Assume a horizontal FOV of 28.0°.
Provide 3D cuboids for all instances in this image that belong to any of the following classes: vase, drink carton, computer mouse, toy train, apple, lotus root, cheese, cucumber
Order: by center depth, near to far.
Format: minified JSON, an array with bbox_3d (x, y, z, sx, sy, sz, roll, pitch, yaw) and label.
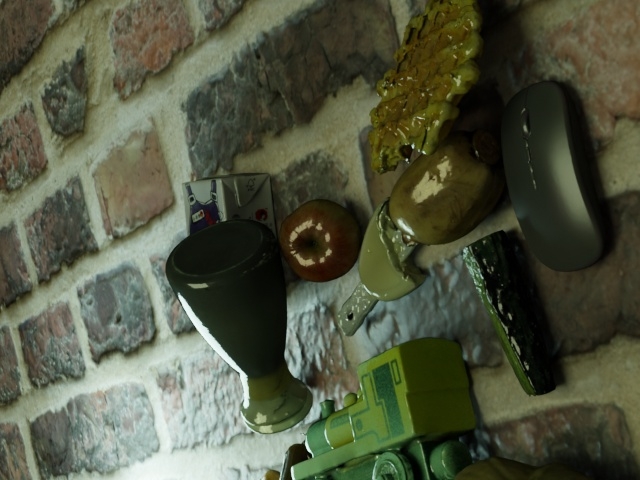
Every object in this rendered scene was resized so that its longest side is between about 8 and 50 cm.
[{"bbox_3d":[0.277,-0.076,1.546,0.120,0.057,0.232,-17,84,54],"label":"computer mouse"},{"bbox_3d":[0.250,0.094,1.628,0.078,0.062,0.211,87,159,-79],"label":"cucumber"},{"bbox_3d":[0.158,-0.055,1.654,0.221,0.125,0.118,-55,16,39],"label":"lotus root"},{"bbox_3d":[0.079,0.299,1.842,0.369,0.150,0.237,-33,62,52],"label":"toy train"},{"bbox_3d":[0.080,0.055,1.855,0.127,0.049,0.235,60,138,25],"label":"cheese"},{"bbox_3d":[0.003,0.000,1.896,0.126,0.102,0.126,4,103,20],"label":"apple"},{"bbox_3d":[-0.111,0.142,1.976,0.173,0.173,0.321,24,139,49],"label":"vase"},{"bbox_3d":[-0.145,0.002,2.115,0.134,0.101,0.222,-2,95,57],"label":"drink carton"}]

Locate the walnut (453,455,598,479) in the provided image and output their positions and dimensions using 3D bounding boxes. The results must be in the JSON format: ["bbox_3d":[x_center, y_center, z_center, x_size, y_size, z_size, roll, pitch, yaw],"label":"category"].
[{"bbox_3d":[0.246,0.404,1.526,0.253,0.282,0.277,-73,-16,-65],"label":"walnut"}]

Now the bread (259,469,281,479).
[{"bbox_3d":[-0.064,0.433,2.141,0.106,0.053,0.072,33,127,39],"label":"bread"}]

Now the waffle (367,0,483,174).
[{"bbox_3d":[0.131,-0.194,1.624,0.291,0.051,0.291,-160,90,-73],"label":"waffle"}]

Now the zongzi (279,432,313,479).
[{"bbox_3d":[-0.063,0.414,2.020,0.084,0.184,0.187,-2,97,53],"label":"zongzi"}]
